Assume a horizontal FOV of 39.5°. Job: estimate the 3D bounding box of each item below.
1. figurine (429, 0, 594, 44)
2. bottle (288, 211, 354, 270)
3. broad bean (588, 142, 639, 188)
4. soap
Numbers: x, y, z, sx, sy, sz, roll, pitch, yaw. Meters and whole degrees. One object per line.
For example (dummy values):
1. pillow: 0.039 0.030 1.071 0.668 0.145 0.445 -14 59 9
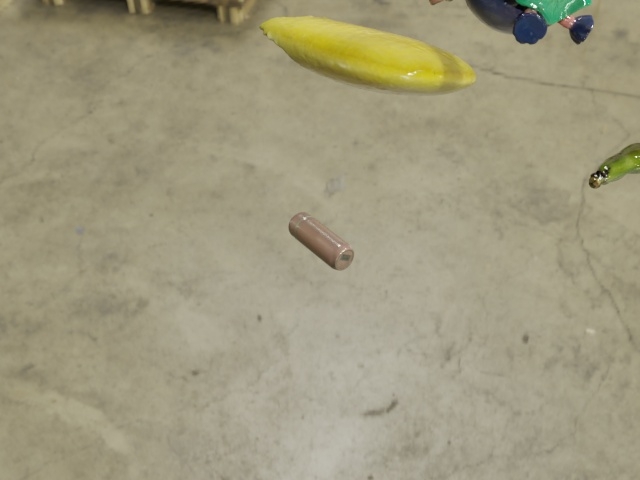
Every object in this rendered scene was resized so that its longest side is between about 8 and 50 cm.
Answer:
1. figurine: 0.162 -0.243 0.814 0.111 0.102 0.195 -13 31 -34
2. bottle: 0.000 0.000 1.612 0.053 0.053 0.140 -31 48 -26
3. broad bean: 0.478 -0.121 1.309 0.297 0.043 0.060 -15 32 -32
4. soap: 0.101 -0.358 1.765 0.306 0.115 0.427 -3 21 -46
